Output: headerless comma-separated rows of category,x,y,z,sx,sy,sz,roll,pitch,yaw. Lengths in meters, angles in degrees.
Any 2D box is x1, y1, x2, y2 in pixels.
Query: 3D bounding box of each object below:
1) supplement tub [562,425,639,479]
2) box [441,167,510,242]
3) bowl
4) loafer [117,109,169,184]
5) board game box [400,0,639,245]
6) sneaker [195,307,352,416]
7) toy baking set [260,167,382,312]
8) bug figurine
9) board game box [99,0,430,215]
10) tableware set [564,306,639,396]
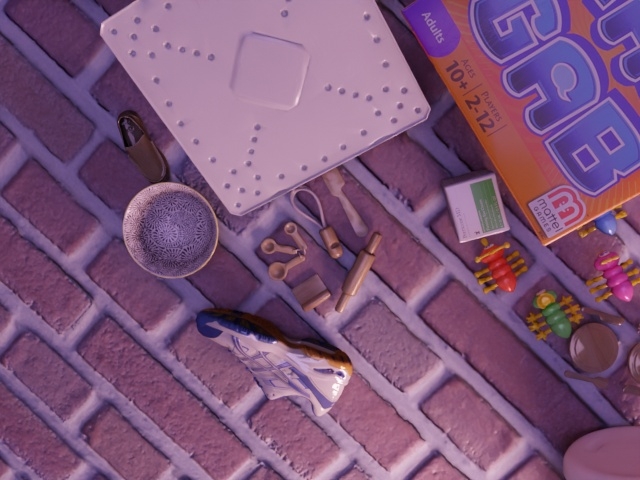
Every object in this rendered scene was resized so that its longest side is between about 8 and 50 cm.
supplement tub,0.543,0.500,1.203,0.229,0.228,0.316,-10,98,7
box,0.259,-0.061,1.210,0.087,0.102,0.101,-16,98,10
bowl,-0.258,-0.023,1.277,0.170,0.080,0.170,1,98,5
loafer,-0.322,-0.163,1.277,0.056,0.050,0.148,-31,94,9
board game box,0.371,-0.262,1.021,0.357,0.356,0.356,-31,94,17
sneaker,-0.097,0.221,1.283,0.297,0.112,0.130,23,100,3
toy baking set,0.005,0.005,1.281,0.197,0.030,0.256,31,100,0
bug figurine,0.412,0.039,1.213,0.279,0.072,0.216,-32,80,8
board game box,-0.080,-0.277,1.151,0.390,0.050,0.390,-26,117,15
tableware set,0.525,0.201,1.258,0.194,0.039,0.128,16,88,-3
